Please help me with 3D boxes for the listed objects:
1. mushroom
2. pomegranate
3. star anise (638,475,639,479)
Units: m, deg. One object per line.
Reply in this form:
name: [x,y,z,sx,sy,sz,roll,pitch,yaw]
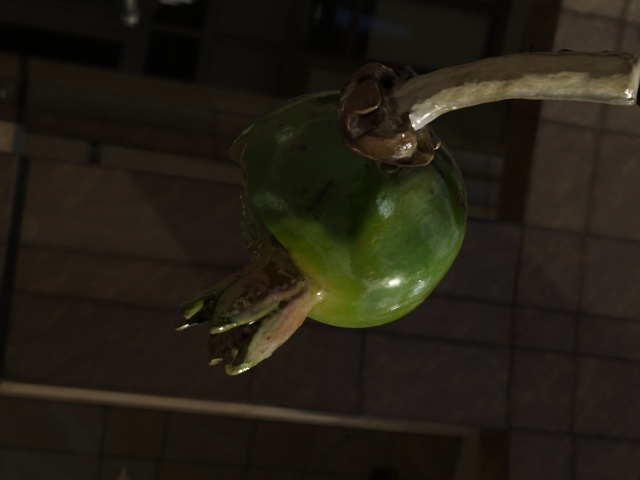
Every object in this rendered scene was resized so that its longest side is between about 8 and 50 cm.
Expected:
mushroom: [0.099,-0.078,0.729,0.061,0.187,0.060,-77,155,-52]
pomegranate: [0.000,0.000,1.183,0.302,0.236,0.236,-52,177,-33]
star anise: [0.126,0.135,0.362,0.081,0.230,0.262,17,-116,38]
